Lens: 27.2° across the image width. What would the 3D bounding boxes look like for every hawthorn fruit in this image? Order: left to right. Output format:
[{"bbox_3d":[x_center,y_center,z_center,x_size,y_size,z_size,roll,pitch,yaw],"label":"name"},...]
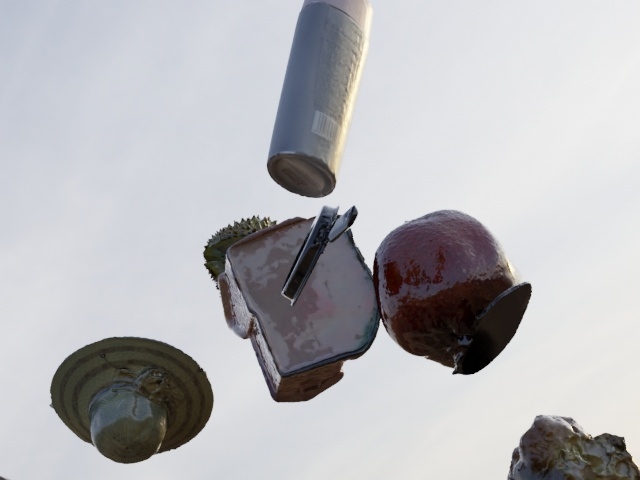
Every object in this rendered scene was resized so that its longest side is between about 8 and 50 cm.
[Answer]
[{"bbox_3d":[0.157,0.045,1.682,0.189,0.251,0.189,-11,-42,-10],"label":"hawthorn fruit"}]

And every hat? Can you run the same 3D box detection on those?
[{"bbox_3d":[-0.285,0.269,1.961,0.252,0.110,0.252,-1,-54,-2],"label":"hat"}]

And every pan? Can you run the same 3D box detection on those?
[{"bbox_3d":[0.000,0.000,1.565,0.136,0.028,0.235,-66,6,-23],"label":"pan"}]

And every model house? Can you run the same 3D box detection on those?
[{"bbox_3d":[-0.027,0.116,2.068,0.202,0.237,0.237,-22,-16,-15],"label":"model house"}]

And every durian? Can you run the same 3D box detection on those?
[{"bbox_3d":[-0.085,0.060,2.273,0.193,0.237,0.138,-16,18,18],"label":"durian"}]

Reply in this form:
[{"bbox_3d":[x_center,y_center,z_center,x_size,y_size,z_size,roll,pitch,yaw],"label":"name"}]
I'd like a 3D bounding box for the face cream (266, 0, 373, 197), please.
[{"bbox_3d":[0.004,-0.181,1.518,0.073,0.269,0.107,-10,-37,33],"label":"face cream"}]

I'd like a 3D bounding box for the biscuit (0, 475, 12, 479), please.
[{"bbox_3d":[-0.375,0.377,1.245,0.350,0.394,0.070,-65,4,-31],"label":"biscuit"}]

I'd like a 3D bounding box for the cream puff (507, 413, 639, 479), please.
[{"bbox_3d":[0.365,0.364,1.847,0.155,0.269,0.241,-26,3,-37],"label":"cream puff"}]
